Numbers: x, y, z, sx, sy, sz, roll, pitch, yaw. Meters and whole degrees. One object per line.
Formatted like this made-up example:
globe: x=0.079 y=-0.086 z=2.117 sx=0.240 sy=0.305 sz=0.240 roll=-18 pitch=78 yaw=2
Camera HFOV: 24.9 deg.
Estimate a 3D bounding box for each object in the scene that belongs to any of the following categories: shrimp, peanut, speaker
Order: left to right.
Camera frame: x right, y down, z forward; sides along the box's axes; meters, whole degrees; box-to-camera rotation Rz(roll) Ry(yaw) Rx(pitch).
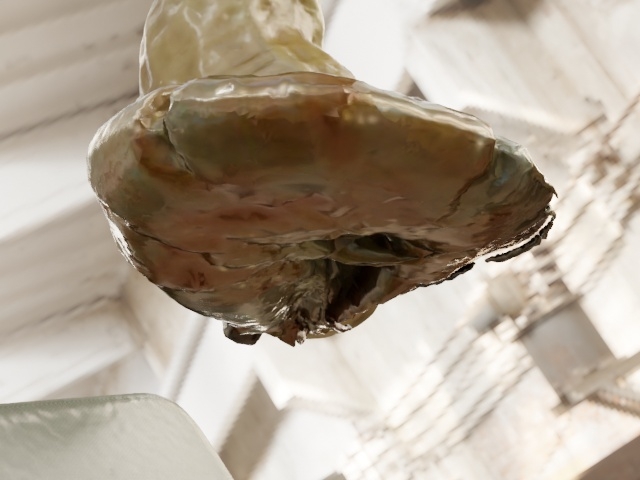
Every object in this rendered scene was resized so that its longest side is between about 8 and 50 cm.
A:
speaker: x=-0.254 y=0.254 z=1.197 sx=0.184 sy=0.183 sz=0.406 roll=-47 pitch=-24 yaw=22
peanut: x=-0.038 y=-0.084 z=0.958 sx=0.140 sy=0.325 sz=0.153 roll=13 pitch=-37 yaw=-40
shrimp: x=0.000 y=0.001 z=0.538 sx=0.154 sy=0.062 sz=0.294 roll=4 pitch=-11 yaw=-1

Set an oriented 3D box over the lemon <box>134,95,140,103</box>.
lemon: x=-0.097 y=-0.088 z=1.431 sx=0.192 sy=0.231 sz=0.192 roll=-15 pitch=-63 yaw=-33
